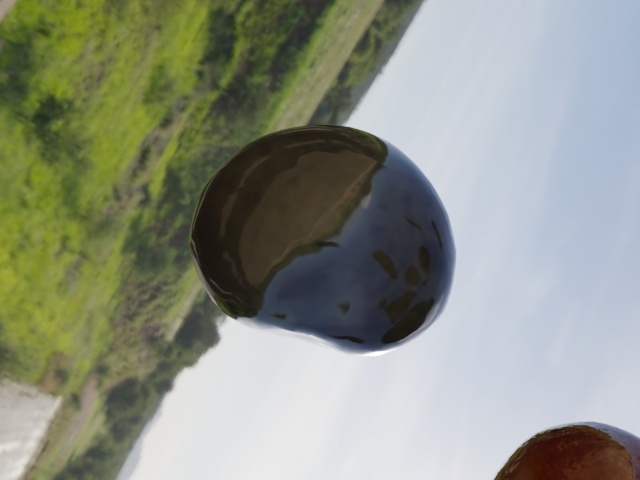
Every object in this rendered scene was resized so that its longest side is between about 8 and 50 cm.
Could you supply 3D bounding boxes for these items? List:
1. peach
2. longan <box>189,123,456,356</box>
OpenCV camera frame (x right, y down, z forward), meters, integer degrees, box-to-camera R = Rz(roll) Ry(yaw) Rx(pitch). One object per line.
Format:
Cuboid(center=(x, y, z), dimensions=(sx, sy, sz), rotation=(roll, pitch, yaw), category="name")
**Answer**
Cuboid(center=(0.252, 0.288, 0.879), dimensions=(0.231, 0.231, 0.231), rotation=(-60, -176, 7), category="peach")
Cuboid(center=(0.000, 0.000, 0.881), dimensions=(0.246, 0.246, 0.215), rotation=(-66, 154, -52), category="longan")
